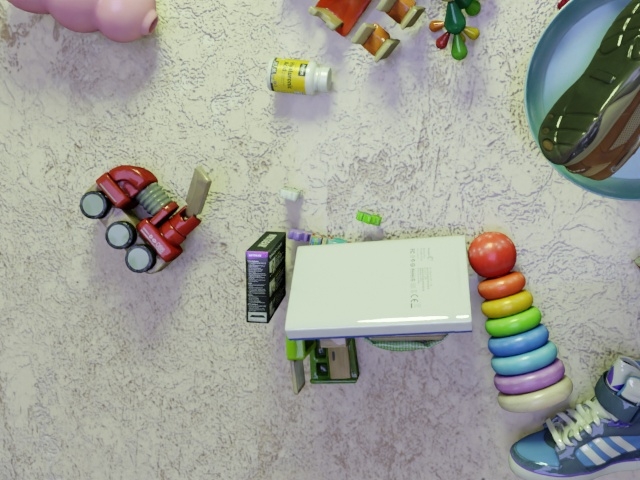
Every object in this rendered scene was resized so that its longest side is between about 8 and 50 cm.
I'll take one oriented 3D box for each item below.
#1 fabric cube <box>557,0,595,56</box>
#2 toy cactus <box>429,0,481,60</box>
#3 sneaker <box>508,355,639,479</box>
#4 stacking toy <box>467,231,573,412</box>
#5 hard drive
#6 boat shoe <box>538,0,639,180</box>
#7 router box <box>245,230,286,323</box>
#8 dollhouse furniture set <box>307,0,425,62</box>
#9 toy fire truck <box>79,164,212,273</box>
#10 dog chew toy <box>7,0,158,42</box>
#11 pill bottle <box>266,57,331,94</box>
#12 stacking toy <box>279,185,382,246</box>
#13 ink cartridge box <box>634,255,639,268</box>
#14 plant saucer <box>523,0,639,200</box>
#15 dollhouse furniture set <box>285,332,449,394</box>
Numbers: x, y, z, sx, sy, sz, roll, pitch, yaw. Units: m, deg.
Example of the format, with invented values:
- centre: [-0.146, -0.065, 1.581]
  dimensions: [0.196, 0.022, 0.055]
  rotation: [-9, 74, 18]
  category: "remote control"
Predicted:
- centre: [0.544, -0.317, 1.129]
  dimensions: [0.254, 0.258, 0.259]
  rotation: [-16, 97, 16]
  category: "fabric cube"
- centre: [0.227, -0.431, 1.227]
  dimensions: [0.112, 0.180, 0.219]
  rotation: [17, 99, 30]
  category: "toy cactus"
- centre: [0.499, 0.309, 1.297]
  dimensions: [0.323, 0.130, 0.236]
  rotation: [-8, 114, 6]
  category: "sneaker"
- centre: [0.352, 0.144, 1.329]
  dimensions: [0.141, 0.141, 0.330]
  rotation: [-19, 90, 15]
  category: "stacking toy"
- centre: [0.106, 0.083, 1.290]
  dimensions: [0.319, 0.210, 0.040]
  rotation: [-4, 134, 11]
  category: "hard drive"
- centre: [0.433, -0.220, 0.946]
  dimensions: [0.120, 0.122, 0.324]
  rotation: [29, 110, -25]
  category: "boat shoe"
- centre: [-0.100, 0.064, 1.331]
  dimensions: [0.046, 0.179, 0.133]
  rotation: [3, 102, 7]
  category: "router box"
- centre: [0.087, -0.496, 1.285]
  dimensions: [0.262, 0.135, 0.259]
  rotation: [41, 117, 3]
  category: "dollhouse furniture set"
- centre: [-0.330, -0.079, 1.434]
  dimensions: [0.246, 0.158, 0.217]
  rotation: [-40, 89, 4]
  category: "toy fire truck"
- centre: [-0.463, -0.496, 1.358]
  dimensions: [0.332, 0.206, 0.206]
  rotation: [30, 105, -3]
  category: "dog chew toy"
- centre: [-0.040, -0.312, 1.359]
  dimensions: [0.116, 0.065, 0.065]
  rotation: [8, 102, 10]
  category: "pill bottle"
- centre: [0.000, 0.000, 1.418]
  dimensions: [0.221, 0.052, 0.167]
  rotation: [17, 105, 7]
  category: "stacking toy"
- centre: [0.651, 0.065, 1.278]
  dimensions: [0.099, 0.056, 0.135]
  rotation: [-38, 90, 16]
  category: "ink cartridge box"
- centre: [0.453, -0.216, 1.012]
  dimensions: [0.318, 0.044, 0.317]
  rotation: [2, 101, 12]
  category: "plant saucer"
- centre: [0.105, 0.218, 1.354]
  dimensions: [0.302, 0.197, 0.151]
  rotation: [-3, 97, 13]
  category: "dollhouse furniture set"
